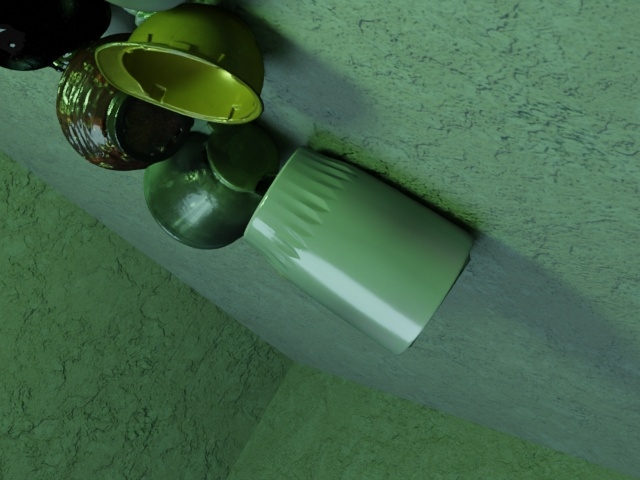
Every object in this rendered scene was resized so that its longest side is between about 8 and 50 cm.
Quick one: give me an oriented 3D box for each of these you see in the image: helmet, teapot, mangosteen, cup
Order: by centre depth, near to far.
[{"bbox_3d":[-0.188,-0.283,1.361,0.257,0.140,0.205,17,162,5],"label":"helmet"},{"bbox_3d":[-0.472,-0.377,1.494,0.243,0.243,0.243,28,164,9],"label":"mangosteen"},{"bbox_3d":[0.069,0.013,1.620,0.371,0.253,0.253,32,165,0],"label":"cup"},{"bbox_3d":[-0.198,-0.165,1.739,0.239,0.321,0.239,-7,165,-35],"label":"teapot"}]

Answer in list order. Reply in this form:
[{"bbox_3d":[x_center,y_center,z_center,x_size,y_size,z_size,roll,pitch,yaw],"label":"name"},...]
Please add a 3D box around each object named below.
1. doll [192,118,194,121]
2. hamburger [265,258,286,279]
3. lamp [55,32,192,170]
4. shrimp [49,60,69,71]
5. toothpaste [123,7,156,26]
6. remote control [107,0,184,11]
[{"bbox_3d":[-0.266,-0.195,1.908,0.120,0.075,0.180,17,160,31],"label":"doll"},{"bbox_3d":[-0.003,0.000,1.881,0.209,0.162,0.330,41,164,-25],"label":"hamburger"},{"bbox_3d":[-0.330,-0.233,1.545,0.247,0.247,0.247,28,164,9],"label":"lamp"},{"bbox_3d":[-0.574,-0.406,1.817,0.445,0.085,0.272,32,170,5],"label":"shrimp"},{"bbox_3d":[-0.204,-0.323,1.458,0.248,0.047,0.078,28,158,1],"label":"toothpaste"},{"bbox_3d":[-0.233,-0.389,1.154,0.221,0.103,0.332,33,158,-30],"label":"remote control"}]
